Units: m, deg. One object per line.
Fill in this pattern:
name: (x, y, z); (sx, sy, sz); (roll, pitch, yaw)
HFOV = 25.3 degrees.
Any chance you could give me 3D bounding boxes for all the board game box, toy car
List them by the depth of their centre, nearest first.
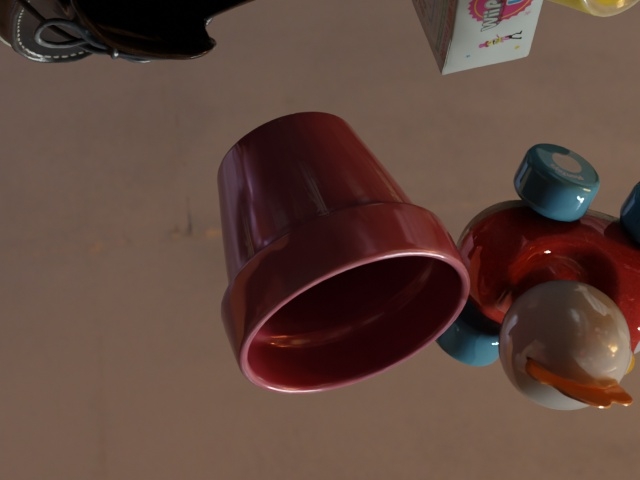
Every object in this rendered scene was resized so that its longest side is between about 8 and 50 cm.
toy car: (0.230, 0.079, 1.257); (0.210, 0.219, 0.238); (17, -147, -15)
board game box: (0.123, -0.349, 1.368); (0.097, 0.224, 0.303); (-13, -116, -8)

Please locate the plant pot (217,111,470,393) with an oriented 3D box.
plant pot: (0.000, 0.000, 1.189); (0.201, 0.201, 0.180); (-13, -122, -15)

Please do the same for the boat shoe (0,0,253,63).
boat shoe: (-0.174, -0.233, 1.283); (0.187, 0.156, 0.500); (2, 169, -34)

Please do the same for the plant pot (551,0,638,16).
plant pot: (0.264, -0.375, 1.601); (0.254, 0.254, 0.239); (-26, -131, -28)
